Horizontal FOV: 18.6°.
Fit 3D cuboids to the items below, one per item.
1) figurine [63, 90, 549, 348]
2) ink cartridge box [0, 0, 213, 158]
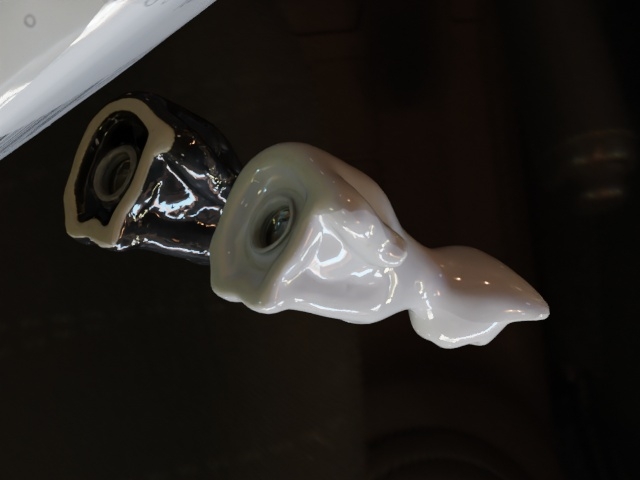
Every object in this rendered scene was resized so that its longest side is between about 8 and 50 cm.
[{"bbox_3d":[0.000,0.000,1.099,0.209,0.215,0.092,19,90,-45],"label":"figurine"},{"bbox_3d":[-0.052,-0.117,0.475,0.289,0.211,0.121,-35,96,25],"label":"ink cartridge box"}]
